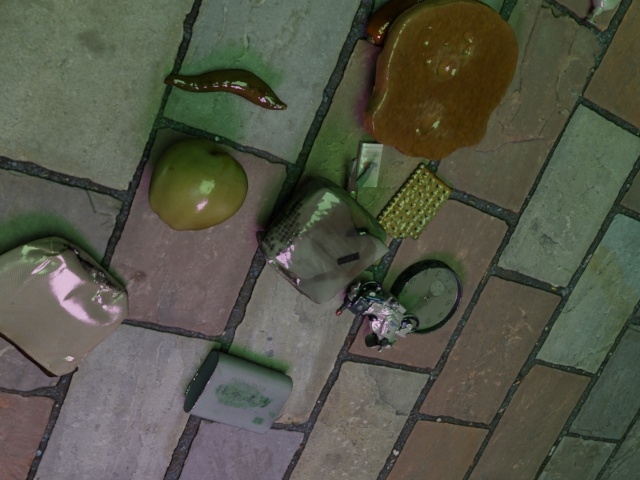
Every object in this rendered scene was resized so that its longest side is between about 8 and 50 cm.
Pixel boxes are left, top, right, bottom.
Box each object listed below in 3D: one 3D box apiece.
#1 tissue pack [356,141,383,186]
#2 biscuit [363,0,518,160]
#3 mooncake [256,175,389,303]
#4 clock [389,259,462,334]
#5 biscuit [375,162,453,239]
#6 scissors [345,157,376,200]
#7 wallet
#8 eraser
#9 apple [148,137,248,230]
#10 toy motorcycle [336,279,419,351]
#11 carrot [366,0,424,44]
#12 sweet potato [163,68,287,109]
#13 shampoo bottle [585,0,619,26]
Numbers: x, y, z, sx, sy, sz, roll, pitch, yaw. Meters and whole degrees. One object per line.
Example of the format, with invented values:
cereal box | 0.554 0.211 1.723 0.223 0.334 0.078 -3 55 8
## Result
tissue pack | 0.113 -0.179 1.387 0.056 0.023 0.108 0 113 -21
biscuit | 0.278 -0.362 1.332 0.385 0.062 0.364 1 116 -34
mooncake | -0.002 -0.002 1.346 0.254 0.136 0.250 -41 123 9
clock | 0.288 0.157 1.597 0.215 0.042 0.214 -9 116 -19
biscuit | 0.237 -0.082 1.485 0.144 0.016 0.203 33 96 -30
scissors | 0.071 -0.108 1.386 0.134 0.020 0.187 12 118 -21
wallet | -0.571 0.133 1.222 0.275 0.068 0.335 -34 127 -1
eraser | -0.204 0.382 1.470 0.227 0.081 0.174 27 99 -29
apple | -0.246 -0.113 1.177 0.200 0.200 0.200 -9 115 -19
toy motorcycle | 0.144 0.198 1.515 0.150 0.102 0.221 -43 112 13
carrot | 0.185 -0.500 1.254 0.225 0.067 0.067 -41 121 -3
sweet potato | -0.185 -0.317 1.186 0.250 0.059 0.069 7 122 -20
shampoo bottle | 0.699 -0.597 1.435 0.077 0.045 0.152 31 99 -31
